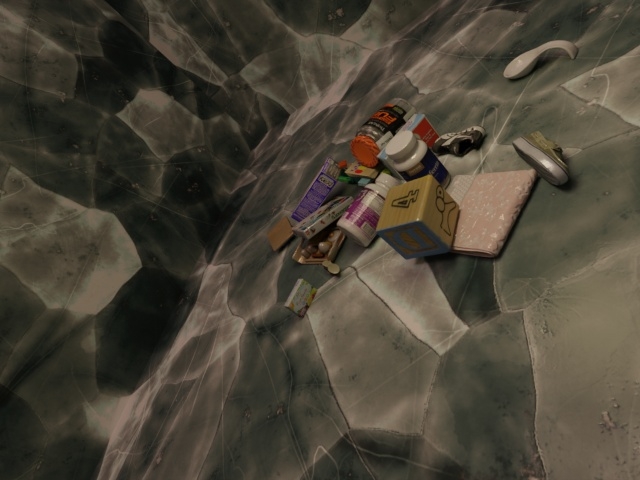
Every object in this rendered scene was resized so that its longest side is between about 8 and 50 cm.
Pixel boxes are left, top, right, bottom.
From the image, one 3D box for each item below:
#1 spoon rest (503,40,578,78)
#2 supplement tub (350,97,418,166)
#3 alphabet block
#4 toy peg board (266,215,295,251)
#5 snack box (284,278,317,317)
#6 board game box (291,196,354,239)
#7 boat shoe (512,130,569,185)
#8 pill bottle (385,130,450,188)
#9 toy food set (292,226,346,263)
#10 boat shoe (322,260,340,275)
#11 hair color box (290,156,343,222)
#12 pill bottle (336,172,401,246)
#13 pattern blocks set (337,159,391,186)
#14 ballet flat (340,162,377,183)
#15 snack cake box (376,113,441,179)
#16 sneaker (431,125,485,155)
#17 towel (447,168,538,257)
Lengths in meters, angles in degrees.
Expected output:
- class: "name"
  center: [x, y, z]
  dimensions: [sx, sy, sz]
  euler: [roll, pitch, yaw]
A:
- class: "spoon rest"
  center: [0.875, -0.737, 1.645]
  dimensions: [0.276, 0.084, 0.137]
  euler: [1, 56, 54]
- class: "supplement tub"
  center: [0.312, -0.523, 1.983]
  dimensions: [0.338, 0.207, 0.207]
  euler: [-47, 26, -23]
- class: "alphabet block"
  center: [0.336, -0.075, 1.399]
  dimensions: [0.193, 0.192, 0.197]
  euler: [-13, 45, 47]
- class: "toy peg board"
  center: [-0.209, -0.026, 2.339]
  dimensions: [0.161, 0.079, 0.160]
  euler: [-43, 45, 13]
- class: "snack box"
  center: [-0.086, 0.252, 1.783]
  dimensions: [0.037, 0.100, 0.141]
  euler: [-4, 52, 53]
- class: "board game box"
  center: [0.013, -0.119, 2.027]
  dimensions: [0.305, 0.053, 0.193]
  euler: [-36, 18, -14]
- class: "boat shoe"
  center: [0.715, -0.279, 1.298]
  dimensions: [0.094, 0.109, 0.302]
  euler: [-36, 29, 20]
- class: "pill bottle"
  center: [0.385, -0.302, 1.617]
  dimensions: [0.153, 0.265, 0.153]
  euler: [-35, 32, 26]
- class: "toy food set"
  center: [0.000, 0.000, 1.975]
  dimensions: [0.306, 0.092, 0.219]
  euler: [-4, 52, 52]
- class: "boat shoe"
  center: [0.051, 0.129, 1.803]
  dimensions: [0.049, 0.043, 0.137]
  euler: [-30, 26, -17]
- class: "hair color box"
  center: [-0.020, -0.258, 2.164]
  dimensions: [0.339, 0.110, 0.185]
  euler: [-51, 10, 35]
- class: "pill bottle"
  center: [0.220, -0.136, 1.749]
  dimensions: [0.301, 0.169, 0.169]
  euler: [-52, 29, -6]
- class: "pattern blocks set"
  center: [0.223, -0.359, 2.009]
  dimensions: [0.286, 0.026, 0.325]
  euler: [21, 46, 34]
- class: "ballet flat"
  center: [0.198, -0.353, 2.139]
  dimensions: [0.106, 0.107, 0.316]
  euler: [-33, 32, -11]
- class: "snack cake box"
  center: [0.405, -0.428, 1.859]
  dimensions: [0.264, 0.152, 0.089]
  euler: [-48, 29, 2]
- class: "sneaker"
  center: [0.558, -0.396, 1.684]
  dimensions: [0.234, 0.078, 0.106]
  euler: [-10, 45, 47]
- class: "towel"
  center: [0.532, -0.102, 1.397]
  dimensions: [0.317, 0.053, 0.331]
  euler: [10, 64, 58]
